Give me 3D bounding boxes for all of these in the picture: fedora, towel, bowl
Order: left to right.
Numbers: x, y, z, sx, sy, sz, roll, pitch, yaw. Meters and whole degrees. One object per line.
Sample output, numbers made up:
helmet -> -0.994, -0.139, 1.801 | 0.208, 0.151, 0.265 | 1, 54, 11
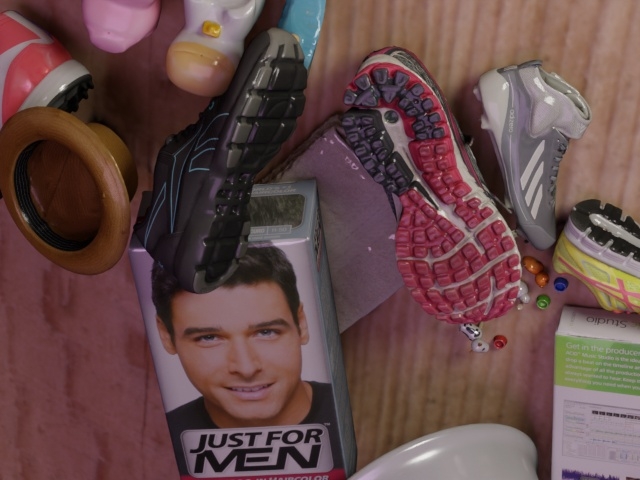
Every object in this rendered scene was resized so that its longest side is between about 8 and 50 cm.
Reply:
fedora -> -0.243, -0.059, 1.770 | 0.194, 0.079, 0.194 | 22, 128, 30
towel -> 0.000, 0.000, 1.858 | 0.187, 0.049, 0.282 | 43, 127, -12
bowl -> 0.133, 0.343, 1.907 | 0.298, 0.134, 0.298 | -19, 144, -15

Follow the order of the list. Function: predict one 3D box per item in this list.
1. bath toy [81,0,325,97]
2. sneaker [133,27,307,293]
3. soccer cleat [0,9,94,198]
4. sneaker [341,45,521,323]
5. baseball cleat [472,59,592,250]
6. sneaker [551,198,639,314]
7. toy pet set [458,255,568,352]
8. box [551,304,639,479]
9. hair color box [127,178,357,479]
bath toy -> -0.169, -0.239, 1.697 | 0.348, 0.151, 0.129 | 22, 171, 0
sneaker -> -0.102, -0.084, 1.643 | 0.106, 0.101, 0.267 | 33, 109, 28
soccer cleat -> -0.366, -0.113, 1.869 | 0.116, 0.108, 0.318 | 49, 126, 2
sneaker -> 0.120, -0.053, 1.722 | 0.121, 0.112, 0.299 | -15, 112, 17
baseball cleat -> 0.221, -0.080, 1.714 | 0.109, 0.072, 0.206 | -13, 123, 18
sneaker -> 0.326, 0.043, 1.771 | 0.208, 0.081, 0.094 | 34, 135, 1
toy pet set -> 0.176, 0.068, 1.837 | 0.114, 0.065, 0.122 | 34, 127, -8
box -> 0.367, 0.221, 1.893 | 0.232, 0.058, 0.322 | 6, 127, 13
hair color box -> -0.074, 0.124, 1.852 | 0.185, 0.113, 0.374 | -4, 124, 7
